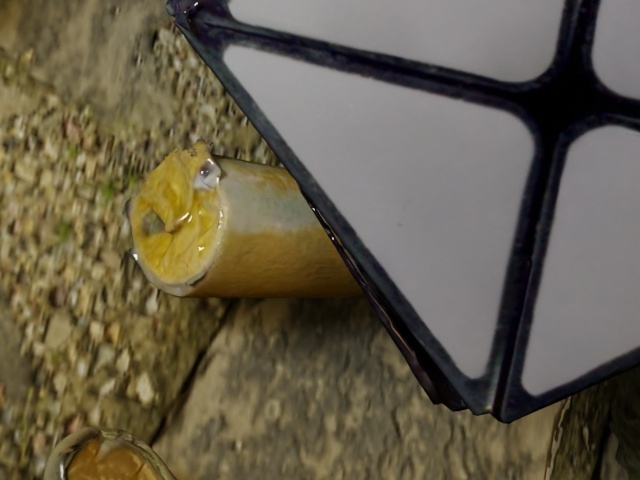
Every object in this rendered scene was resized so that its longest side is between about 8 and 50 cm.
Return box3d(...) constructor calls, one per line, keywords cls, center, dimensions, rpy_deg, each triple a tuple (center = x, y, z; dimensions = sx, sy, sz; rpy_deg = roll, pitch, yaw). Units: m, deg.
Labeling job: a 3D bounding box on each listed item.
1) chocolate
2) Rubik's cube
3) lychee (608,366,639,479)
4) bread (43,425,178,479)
box3d(cls="chocolate", center=(0.000, 0.000, 0.930), dimensions=(0.219, 0.086, 0.085), rpy_deg=(8, 75, -43))
box3d(cls="Rubik's cube", center=(0.151, -0.129, 0.884), dimensions=(0.307, 0.310, 0.305), rpy_deg=(53, 31, -14))
box3d(cls="lychee", center=(0.311, 0.110, 1.022), dimensions=(0.274, 0.255, 0.255), rpy_deg=(-30, 98, -52))
box3d(cls="bread", center=(-0.071, 0.185, 0.848), dimensions=(0.214, 0.053, 0.073), rpy_deg=(53, 52, -11))
